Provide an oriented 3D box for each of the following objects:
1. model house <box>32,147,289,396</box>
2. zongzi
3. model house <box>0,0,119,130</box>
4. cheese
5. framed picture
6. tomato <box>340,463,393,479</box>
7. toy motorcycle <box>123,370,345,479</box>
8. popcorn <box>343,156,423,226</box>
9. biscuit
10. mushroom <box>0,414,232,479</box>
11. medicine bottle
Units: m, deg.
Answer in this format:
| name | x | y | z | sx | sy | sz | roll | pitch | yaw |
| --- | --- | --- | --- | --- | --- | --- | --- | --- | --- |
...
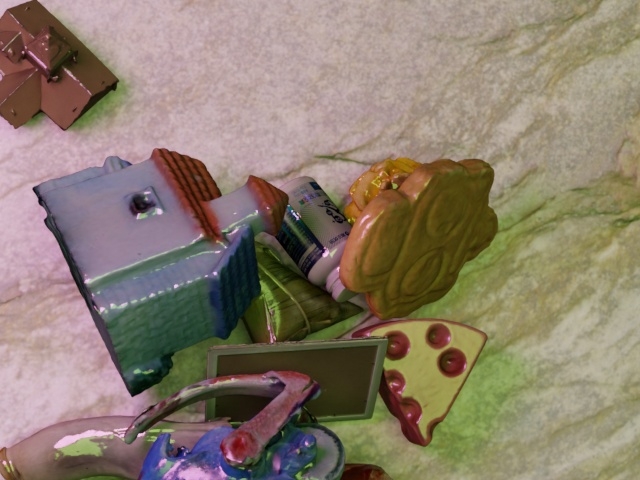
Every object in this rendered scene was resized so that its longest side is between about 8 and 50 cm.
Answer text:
| name | x | y | z | sx | sy | sz | roll | pitch | yaw |
| --- | --- | --- | --- | --- | --- | --- | --- | --- | --- |
| model house | -0.208 | 0.003 | 1.827 | 0.329 | 0.251 | 0.295 | -26 | 53 | -10 |
| zongzi | -0.050 | 0.060 | 1.959 | 0.204 | 0.094 | 0.205 | -22 | 81 | -29 |
| model house | -0.416 | -0.256 | 1.829 | 0.181 | 0.248 | 0.176 | 44 | 78 | -3 |
| cheese | 0.132 | 0.193 | 1.962 | 0.177 | 0.128 | 0.203 | 31 | 83 | -5 |
| framed picture | -0.041 | 0.217 | 1.889 | 0.274 | 0.217 | 0.017 | -2 | 48 | -11 |
| tomato | -0.022 | 0.461 | 1.869 | 0.309 | 0.170 | 0.309 | -12 | 104 | -53 |
| toy motorcycle | -0.133 | 0.320 | 1.775 | 0.319 | 0.241 | 0.182 | -26 | 122 | -22 |
| popcorn | 0.114 | -0.056 | 1.978 | 0.148 | 0.152 | 0.167 | 34 | 82 | -27 |
| biscuit | 0.168 | 0.003 | 1.917 | 0.376 | 0.051 | 0.269 | -9 | 126 | -49 |
| mushroom | -0.307 | 0.315 | 1.864 | 0.351 | 0.097 | 0.109 | -3 | 116 | -7 |
| medicine bottle | 0.000 | 0.000 | 1.932 | 0.107 | 0.107 | 0.191 | -34 | 71 | -13 |
